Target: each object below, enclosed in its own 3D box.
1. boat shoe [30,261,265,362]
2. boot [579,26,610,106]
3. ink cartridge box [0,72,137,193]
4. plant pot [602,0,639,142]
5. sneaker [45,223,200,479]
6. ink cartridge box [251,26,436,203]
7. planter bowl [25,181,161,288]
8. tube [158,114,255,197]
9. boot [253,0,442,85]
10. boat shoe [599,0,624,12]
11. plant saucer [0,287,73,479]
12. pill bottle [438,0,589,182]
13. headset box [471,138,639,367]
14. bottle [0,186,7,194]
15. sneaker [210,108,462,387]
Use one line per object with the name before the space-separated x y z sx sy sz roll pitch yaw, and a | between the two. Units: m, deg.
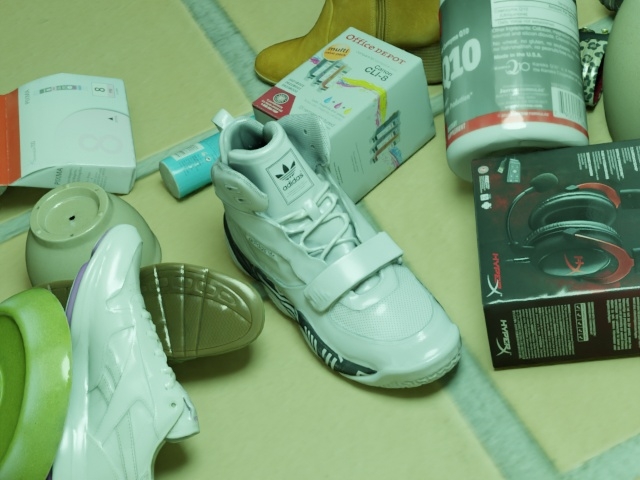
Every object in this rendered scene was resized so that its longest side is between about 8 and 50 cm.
boat shoe | -0.191 0.082 1.421 0.285 0.089 0.105 1 79 16
boot | 0.290 -0.269 1.628 0.178 0.085 0.236 12 62 22
ink cartridge box | -0.361 -0.144 1.649 0.232 0.066 0.189 6 42 -21
plant pot | 0.446 -0.229 1.444 0.284 0.191 0.284 -14 47 16
sneaker | -0.194 0.137 1.324 0.152 0.114 0.305 5 80 -3
ink cartridge box | 0.032 -0.148 1.557 0.176 0.127 0.128 -41 50 -23
planter bowl | -0.280 0.000 1.519 0.162 0.109 0.162 -7 47 8
tube | -0.104 -0.122 1.629 0.207 0.052 0.080 -29 52 -19
boot | 0.029 -0.298 1.637 0.295 0.211 0.104 2 49 21
boat shoe | 0.527 -0.366 1.623 0.355 0.132 0.130 -21 46 -3
plant saucer | -0.329 0.163 1.321 0.241 0.037 0.241 -24 59 48
pill bottle | 0.219 -0.220 1.485 0.161 0.161 0.283 -5 71 11
headset box | 0.314 0.005 1.349 0.293 0.110 0.218 -6 46 10
bottle | -0.501 -0.152 1.730 0.118 0.092 0.283 -30 47 -14
sneaker | 0.000 0.000 1.371 0.137 0.210 0.366 -36 49 -18
